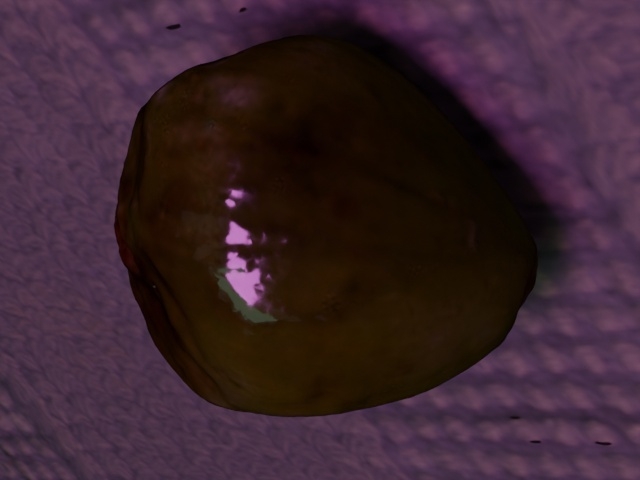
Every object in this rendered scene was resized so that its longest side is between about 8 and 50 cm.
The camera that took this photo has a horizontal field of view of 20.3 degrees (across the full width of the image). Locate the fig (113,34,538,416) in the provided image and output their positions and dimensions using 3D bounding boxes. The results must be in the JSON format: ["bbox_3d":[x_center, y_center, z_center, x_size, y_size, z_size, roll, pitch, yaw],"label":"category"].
[{"bbox_3d":[0.000,0.000,0.698,0.165,0.144,0.154,24,108,7],"label":"fig"}]
